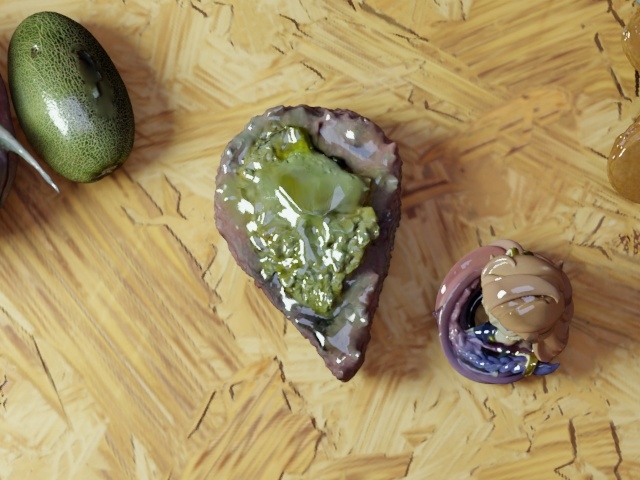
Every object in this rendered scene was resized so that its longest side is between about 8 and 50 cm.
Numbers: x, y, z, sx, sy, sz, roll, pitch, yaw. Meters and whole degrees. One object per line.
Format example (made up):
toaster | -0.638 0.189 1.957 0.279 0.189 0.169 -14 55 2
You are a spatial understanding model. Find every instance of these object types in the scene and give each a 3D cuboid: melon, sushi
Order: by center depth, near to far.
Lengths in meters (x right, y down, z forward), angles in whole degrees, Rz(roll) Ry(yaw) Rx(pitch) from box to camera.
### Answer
sushi | -0.019 -0.006 1.627 0.161 0.107 0.241 10 80 7
melon | -0.222 -0.127 1.655 0.099 0.099 0.162 -26 76 -4

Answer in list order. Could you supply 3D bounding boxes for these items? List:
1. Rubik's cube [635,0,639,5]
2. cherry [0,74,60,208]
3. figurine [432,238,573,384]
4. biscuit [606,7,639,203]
Rubik's cube | 0.367 -0.360 1.625 0.225 0.231 0.221 -16 80 -4
cherry | -0.359 -0.088 1.606 0.266 0.183 0.213 -14 67 15
figurine | 0.169 0.050 1.596 0.114 0.157 0.126 -21 73 -24
biscuit | 0.319 -0.130 1.622 0.186 0.036 0.192 -26 118 -1
